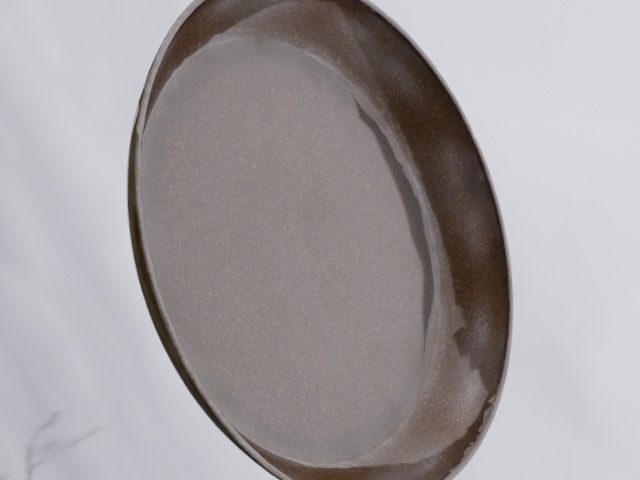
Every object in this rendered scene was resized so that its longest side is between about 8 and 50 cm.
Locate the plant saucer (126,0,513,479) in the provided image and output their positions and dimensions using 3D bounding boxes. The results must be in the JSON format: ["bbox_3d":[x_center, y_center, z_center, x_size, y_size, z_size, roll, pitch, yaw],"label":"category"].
[{"bbox_3d":[0.000,0.000,0.883,0.050,0.310,0.310,-17,-77,41],"label":"plant saucer"}]
